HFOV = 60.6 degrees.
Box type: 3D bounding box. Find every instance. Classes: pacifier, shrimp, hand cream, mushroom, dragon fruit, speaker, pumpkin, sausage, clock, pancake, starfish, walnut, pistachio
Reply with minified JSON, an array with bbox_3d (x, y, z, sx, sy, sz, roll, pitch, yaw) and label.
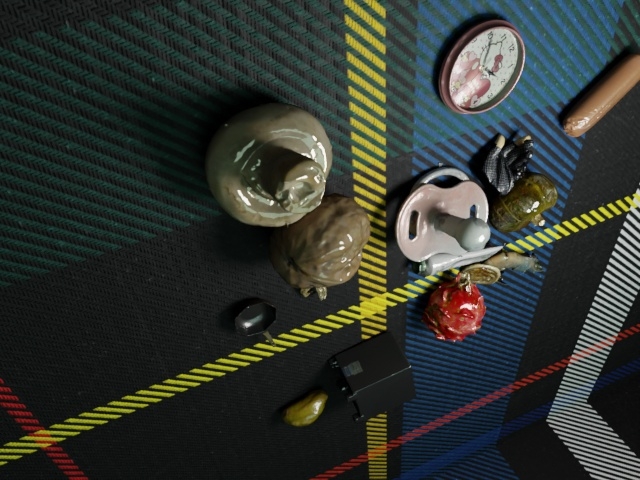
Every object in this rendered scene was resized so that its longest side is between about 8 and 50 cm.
[{"bbox_3d":[0.368,-0.051,1.581,0.332,0.273,0.220,-6,146,-25],"label":"pacifier"},{"bbox_3d":[0.682,0.107,1.982,0.289,0.075,0.178,3,147,-41],"label":"shrimp"},{"bbox_3d":[0.457,0.063,1.819,0.336,0.076,0.121,-8,160,-23],"label":"hand cream"},{"bbox_3d":[-0.093,-0.136,1.179,0.293,0.290,0.292,-13,126,-18],"label":"mushroom"},{"bbox_3d":[0.474,0.228,1.898,0.205,0.210,0.268,-18,131,-40],"label":"dragon fruit"},{"bbox_3d":[0.189,0.495,1.972,0.254,0.184,0.232,-23,135,-6],"label":"speaker"},{"bbox_3d":[0.634,-0.110,1.687,0.219,0.162,0.219,-31,162,-11],"label":"pumpkin"},{"bbox_3d":[0.832,-0.425,1.607,0.289,0.086,0.086,-46,135,14],"label":"sausage"},{"bbox_3d":[0.404,-0.431,1.377,0.245,0.056,0.244,-14,131,-17],"label":"clock"},{"bbox_3d":[0.561,0.118,1.916,0.140,0.022,0.139,10,150,6],"label":"pancake"},{"bbox_3d":[-0.004,0.094,1.603,0.150,0.053,0.209,-1,126,-35],"label":"starfish"},{"bbox_3d":[-0.001,0.002,1.392,0.273,0.227,0.273,-44,146,-40],"label":"walnut"},{"bbox_3d":[-0.050,0.622,2.000,0.189,0.110,0.100,-26,104,-7],"label":"pistachio"}]

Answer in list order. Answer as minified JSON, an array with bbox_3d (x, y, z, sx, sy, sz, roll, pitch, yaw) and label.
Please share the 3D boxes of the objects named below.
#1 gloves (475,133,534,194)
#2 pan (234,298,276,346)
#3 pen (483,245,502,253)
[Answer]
[{"bbox_3d":[0.548,-0.232,1.602,0.181,0.129,0.106,-44,159,-2],"label":"gloves"},{"bbox_3d":[-0.197,0.248,1.627,0.128,0.048,0.201,-11,130,-20],"label":"pan"},{"bbox_3d":[0.536,0.028,1.874,0.239,0.028,0.028,5,124,-32],"label":"pen"}]
